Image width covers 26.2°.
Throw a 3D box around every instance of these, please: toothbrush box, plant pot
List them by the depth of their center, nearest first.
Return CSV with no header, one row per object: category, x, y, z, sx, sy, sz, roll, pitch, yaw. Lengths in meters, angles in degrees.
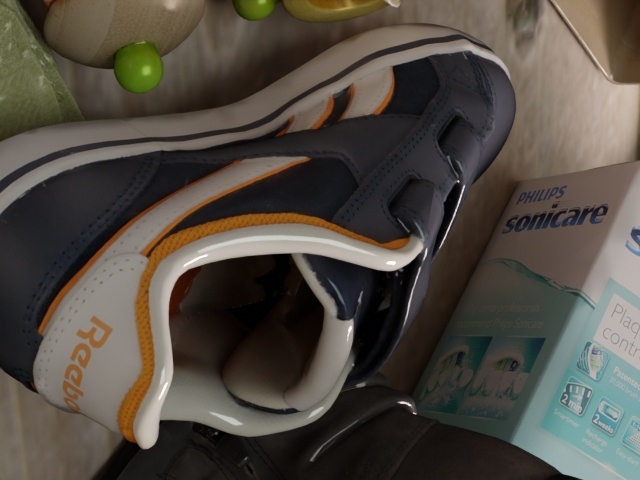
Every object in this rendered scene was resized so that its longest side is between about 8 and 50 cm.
toothbrush box,0.156,0.138,0.744,0.216,0.126,0.296,34,73,-19
plant pot,0.203,-0.157,0.770,0.109,0.109,0.096,42,63,-42

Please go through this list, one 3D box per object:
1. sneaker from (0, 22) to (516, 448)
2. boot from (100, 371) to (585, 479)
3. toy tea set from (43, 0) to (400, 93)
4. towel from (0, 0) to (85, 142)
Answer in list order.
sneaker,0.000,0.000,0.589,0.321,0.127,0.126,-23,143,-41
boot,-0.038,0.197,0.588,0.338,0.222,0.118,-47,142,-24
toy tea set,0.056,-0.127,0.538,0.200,0.336,0.124,34,38,-68
towel,-0.157,-0.028,0.529,0.148,0.027,0.110,-43,130,-25
